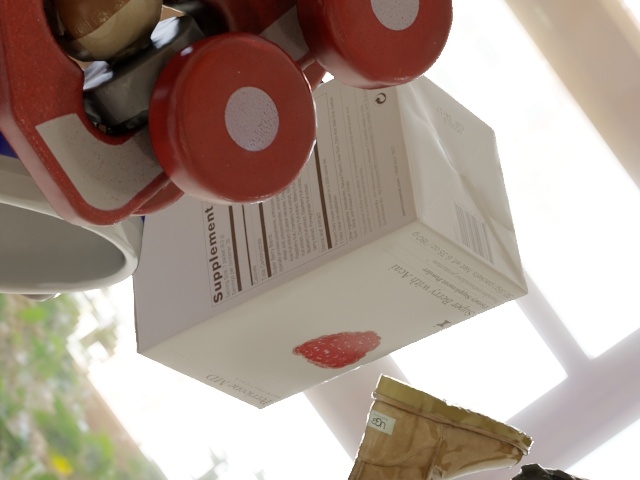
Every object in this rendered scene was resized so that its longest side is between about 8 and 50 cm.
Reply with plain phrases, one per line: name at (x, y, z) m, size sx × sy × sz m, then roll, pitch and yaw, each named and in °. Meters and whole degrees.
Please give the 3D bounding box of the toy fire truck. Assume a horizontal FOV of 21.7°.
toy fire truck at (-0.086, -0.163, 1.007) m, size 0.302 × 0.254 × 0.169 m, roll -41°, pitch -160°, yaw -28°

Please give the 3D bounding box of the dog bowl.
dog bowl at (-0.251, -0.046, 1.156) m, size 0.264 × 0.104 × 0.265 m, roll 5°, pitch 164°, yaw 1°

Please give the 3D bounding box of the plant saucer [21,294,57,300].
plant saucer at (-0.286, -0.021, 1.755) m, size 0.029 × 0.168 × 0.168 m, roll -4°, pitch -162°, yaw 27°

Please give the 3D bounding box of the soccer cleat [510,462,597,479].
soccer cleat at (0.368, 0.350, 1.971) m, size 0.331 × 0.143 × 0.116 m, roll 13°, pitch -120°, yaw 42°

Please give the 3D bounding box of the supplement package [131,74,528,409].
supplement package at (0.000, 0.000, 1.443) m, size 0.293 × 0.175 × 0.177 m, roll -26°, pitch 145°, yaw 28°

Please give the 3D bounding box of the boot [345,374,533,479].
boot at (0.080, 0.283, 1.654) m, size 0.089 × 0.236 × 0.270 m, roll 20°, pitch -93°, yaw 49°

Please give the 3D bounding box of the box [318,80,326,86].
box at (-0.009, -0.119, 1.623) m, size 0.054 × 0.169 × 0.059 m, roll -62°, pitch -173°, yaw -32°
